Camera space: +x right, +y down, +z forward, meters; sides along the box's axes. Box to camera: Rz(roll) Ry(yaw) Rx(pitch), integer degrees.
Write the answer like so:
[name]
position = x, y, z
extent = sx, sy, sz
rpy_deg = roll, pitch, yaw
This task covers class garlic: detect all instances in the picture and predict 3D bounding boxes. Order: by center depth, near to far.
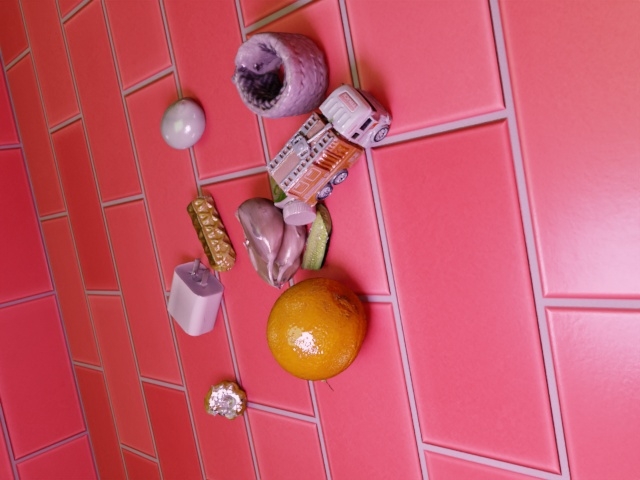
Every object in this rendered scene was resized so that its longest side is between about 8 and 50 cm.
[garlic]
position = -0.154, 0.001, 1.762
extent = 0.292, 0.210, 0.237
rpy_deg = 46, 119, 45

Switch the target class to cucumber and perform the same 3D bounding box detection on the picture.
[cucumber]
position = 0.000, 0.000, 1.722
extent = 0.070, 0.046, 0.220
rpy_deg = 33, 125, 33

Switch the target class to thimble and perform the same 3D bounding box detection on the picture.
[thimble]
position = -0.104, -0.433, 1.622
extent = 0.245, 0.157, 0.217
rpy_deg = 21, 114, 41

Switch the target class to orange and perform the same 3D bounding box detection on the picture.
[orange]
position = -0.010, 0.233, 1.641
extent = 0.274, 0.274, 0.274
rpy_deg = 16, 113, 43

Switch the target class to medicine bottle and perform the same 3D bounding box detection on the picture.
[medicine bottle]
position = -0.065, -0.143, 1.676
extent = 0.132, 0.088, 0.188
rpy_deg = -34, 56, 45

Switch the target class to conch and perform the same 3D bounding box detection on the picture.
[conch]
position = -0.468, -0.395, 2.063
extent = 0.221, 0.121, 0.185
rpy_deg = -10, 65, 52

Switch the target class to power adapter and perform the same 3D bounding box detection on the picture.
[power adapter]
position = -0.439, 0.181, 2.181
extent = 0.187, 0.124, 0.255
rpy_deg = 41, 129, 30

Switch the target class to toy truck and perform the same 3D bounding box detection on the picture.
[toy truck]
position = 0.014, -0.234, 1.494
extent = 0.305, 0.162, 0.136
rpy_deg = -46, 66, 18

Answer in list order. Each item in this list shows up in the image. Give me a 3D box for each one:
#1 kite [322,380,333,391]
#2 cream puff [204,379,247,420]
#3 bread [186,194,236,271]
[kite]
position = 0.016, 0.417, 1.858
extent = 0.078, 0.002, 0.044
rpy_deg = 30, 122, 39
[cream puff]
position = -0.335, 0.565, 2.184
extent = 0.156, 0.156, 0.121
rpy_deg = -32, 47, 47
[bread]
position = -0.362, -0.019, 2.068
extent = 0.087, 0.098, 0.269
rpy_deg = 74, 172, -82
